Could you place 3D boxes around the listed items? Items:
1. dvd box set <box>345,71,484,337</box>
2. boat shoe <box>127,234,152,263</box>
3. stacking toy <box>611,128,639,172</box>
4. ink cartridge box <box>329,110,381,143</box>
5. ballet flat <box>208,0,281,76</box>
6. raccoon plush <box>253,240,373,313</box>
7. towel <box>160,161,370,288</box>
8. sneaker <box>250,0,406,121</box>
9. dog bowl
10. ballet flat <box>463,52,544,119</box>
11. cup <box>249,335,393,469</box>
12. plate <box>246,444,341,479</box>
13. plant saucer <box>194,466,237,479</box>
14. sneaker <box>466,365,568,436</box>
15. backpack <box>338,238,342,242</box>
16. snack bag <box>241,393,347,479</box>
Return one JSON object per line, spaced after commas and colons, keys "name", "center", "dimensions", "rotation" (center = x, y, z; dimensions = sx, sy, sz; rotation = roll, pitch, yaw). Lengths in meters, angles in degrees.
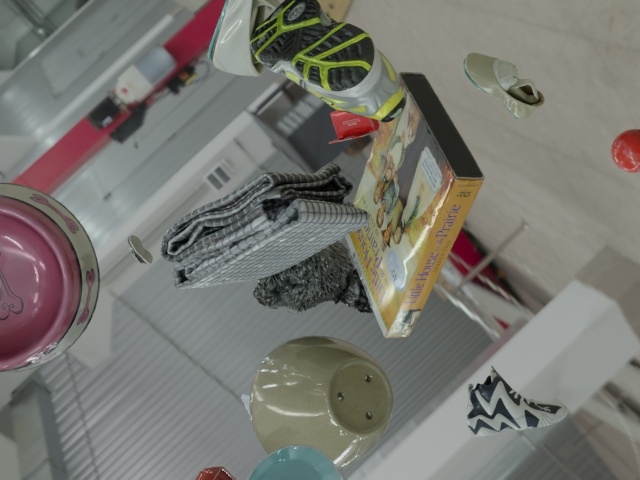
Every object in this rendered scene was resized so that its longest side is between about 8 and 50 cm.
{"name": "dvd box set", "center": [0.160, -0.062, 1.569], "dimensions": [0.420, 0.062, 0.308], "rotation": [108, 152, -43]}
{"name": "boat shoe", "center": [-0.557, 0.030, 2.493], "dimensions": [0.125, 0.038, 0.046], "rotation": [57, -147, -49]}
{"name": "stacking toy", "center": [0.735, -0.253, 1.642], "dimensions": [0.141, 0.330, 0.141], "rotation": [48, -169, -13]}
{"name": "ink cartridge box", "center": [0.125, -0.334, 2.173], "dimensions": [0.134, 0.231, 0.078], "rotation": [-6, 109, 45]}
{"name": "ballet flat", "center": [-0.110, -0.472, 1.521], "dimensions": [0.139, 0.139, 0.400], "rotation": [46, 141, 23]}
{"name": "raccoon plush", "center": [0.000, 0.000, 1.883], "dimensions": [0.299, 0.446, 0.216], "rotation": [83, -172, -52]}
{"name": "towel", "center": [-0.094, -0.027, 1.365], "dimensions": [0.235, 0.283, 0.121], "rotation": [-3, -113, -57]}
{"name": "sneaker", "center": [0.003, -0.293, 1.354], "dimensions": [0.147, 0.145, 0.385], "rotation": [41, -172, -39]}
{"name": "dog bowl", "center": [-0.669, 0.086, 1.676], "dimensions": [0.408, 0.408, 0.150], "rotation": [47, 177, -8]}
{"name": "ballet flat", "center": [0.398, -0.335, 1.732], "dimensions": [0.248, 0.086, 0.086], "rotation": [24, -164, -44]}
{"name": "cup", "center": [0.036, 0.365, 1.868], "dimensions": [0.331, 0.331, 0.237], "rotation": [47, 149, -9]}
{"name": "plate", "center": [-0.052, 0.453, 1.461], "dimensions": [0.188, 0.188, 0.024], "rotation": [48, 169, -16]}
{"name": "plant saucer", "center": [-0.291, 0.632, 1.854], "dimensions": [0.047, 0.258, 0.259], "rotation": [28, 161, 13]}
{"name": "sneaker", "center": [0.449, 0.362, 1.905], "dimensions": [0.094, 0.234, 0.153], "rotation": [53, -153, -80]}
{"name": "backpack", "center": [-0.068, 0.029, 2.401], "dimensions": [0.213, 0.264, 0.276], "rotation": [23, -176, 32]}
{"name": "snack bag", "center": [-0.078, 0.592, 2.425], "dimensions": [0.323, 0.037, 0.343], "rotation": [-9, 111, 50]}
